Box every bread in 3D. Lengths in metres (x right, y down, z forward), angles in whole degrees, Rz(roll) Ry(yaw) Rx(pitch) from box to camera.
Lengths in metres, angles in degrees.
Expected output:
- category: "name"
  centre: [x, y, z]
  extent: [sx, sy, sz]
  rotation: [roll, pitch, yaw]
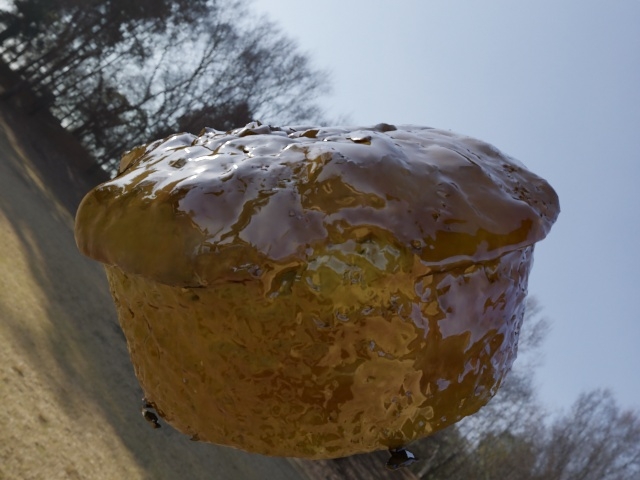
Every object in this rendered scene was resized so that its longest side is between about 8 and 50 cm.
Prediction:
- category: "bread"
  centre: [0.000, 0.000, 0.511]
  extent: [0.398, 0.398, 0.215]
  rotation: [-154, -122, -61]
